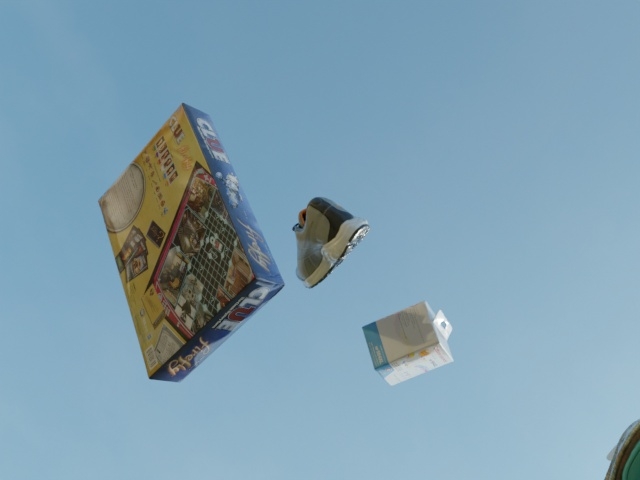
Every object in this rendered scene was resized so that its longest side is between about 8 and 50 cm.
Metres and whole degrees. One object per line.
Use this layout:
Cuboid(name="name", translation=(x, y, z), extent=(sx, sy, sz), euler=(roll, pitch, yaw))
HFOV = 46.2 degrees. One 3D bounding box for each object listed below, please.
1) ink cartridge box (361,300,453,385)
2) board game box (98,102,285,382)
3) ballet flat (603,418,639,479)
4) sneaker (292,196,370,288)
Cuboid(name="ink cartridge box", translation=(0.164, 0.180, 1.337), extent=(0.143, 0.090, 0.092), euler=(-24, -37, 13))
Cuboid(name="board game box", translation=(-0.143, -0.002, 0.775), extent=(0.165, 0.042, 0.243), euler=(-43, -127, 23))
Cuboid(name="ballet flat", translation=(0.405, 0.337, 0.973), extent=(0.123, 0.123, 0.349), euler=(24, -95, 14))
Cuboid(name="sneaker", translation=(0.000, 0.000, 1.279), extent=(0.108, 0.100, 0.271), euler=(42, -24, 4))
